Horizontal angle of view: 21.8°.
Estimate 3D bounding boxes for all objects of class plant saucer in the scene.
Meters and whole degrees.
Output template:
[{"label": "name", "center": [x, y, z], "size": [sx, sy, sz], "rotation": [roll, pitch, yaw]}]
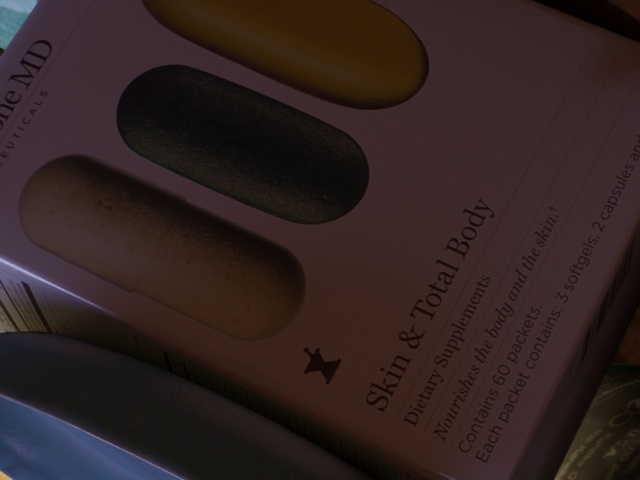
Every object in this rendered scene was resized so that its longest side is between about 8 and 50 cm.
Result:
[{"label": "plant saucer", "center": [-0.032, 0.123, 0.715], "size": [0.317, 0.044, 0.317], "rotation": [26, 161, 10]}]

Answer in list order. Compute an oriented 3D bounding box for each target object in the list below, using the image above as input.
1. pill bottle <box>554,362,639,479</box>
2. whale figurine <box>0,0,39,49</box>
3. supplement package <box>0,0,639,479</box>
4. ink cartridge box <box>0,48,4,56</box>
[{"label": "pill bottle", "center": [0.218, 0.177, 0.747], "size": [0.204, 0.204, 0.361], "rotation": [49, 165, -20]}, {"label": "whale figurine", "center": [-0.151, -0.195, 0.813], "size": [0.216, 0.141, 0.272], "rotation": [35, 163, 33]}, {"label": "supplement package", "center": [0.000, 0.000, 0.732], "size": [0.262, 0.199, 0.198], "rotation": [24, 160, 15]}, {"label": "ink cartridge box", "center": [-0.217, -0.045, 1.361], "size": [0.189, 0.097, 0.255], "rotation": [44, 146, 0]}]
